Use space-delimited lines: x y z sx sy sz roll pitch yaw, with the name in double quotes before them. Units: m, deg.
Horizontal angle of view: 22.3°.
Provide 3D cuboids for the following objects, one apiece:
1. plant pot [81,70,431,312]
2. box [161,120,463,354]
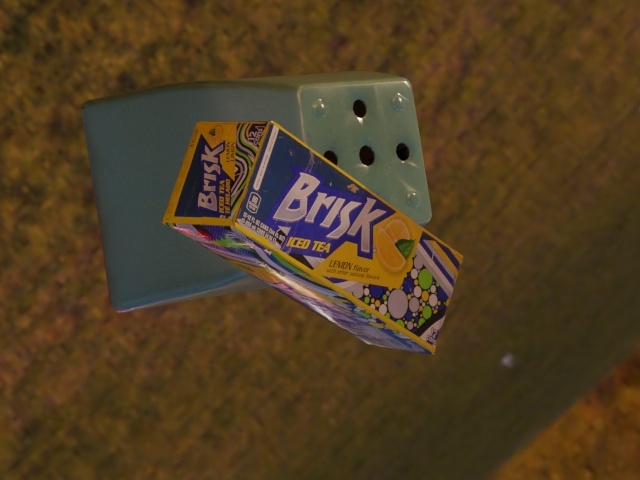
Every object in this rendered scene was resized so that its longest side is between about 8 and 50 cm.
"plant pot" -0.037 -0.048 1.203 0.165 0.166 0.234 -8 178 -38
"box" 0.000 0.000 0.829 0.169 0.054 0.059 33 68 -44
